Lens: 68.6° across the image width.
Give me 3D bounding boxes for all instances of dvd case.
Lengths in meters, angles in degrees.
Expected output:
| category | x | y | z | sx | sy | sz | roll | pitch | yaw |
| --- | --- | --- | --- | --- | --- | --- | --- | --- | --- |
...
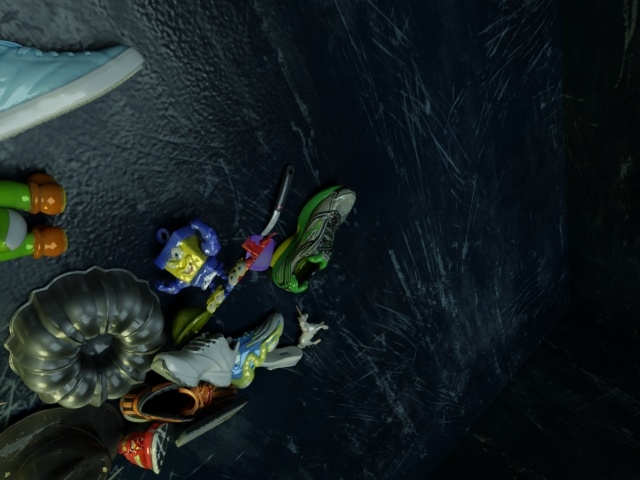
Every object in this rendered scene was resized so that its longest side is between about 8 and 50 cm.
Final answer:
| category | x | y | z | sx | sy | sz | roll | pitch | yaw |
| --- | --- | --- | --- | --- | --- | --- | --- | --- | --- |
| dvd case | -0.304 | 0.504 | 1.303 | 0.180 | 0.022 | 0.253 | -21 | 161 | -31 |

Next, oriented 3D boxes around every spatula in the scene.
| category | x | y | z | sx | sy | sz | roll | pitch | yaw |
| --- | --- | --- | --- | --- | --- | --- | --- | --- | --- |
| spatula | -0.125 | -0.060 | 1.246 | 0.084 | 0.030 | 0.297 | 14 | 102 | -41 |

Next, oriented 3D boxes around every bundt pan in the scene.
| category | x | y | z | sx | sy | sz | roll | pitch | yaw |
| --- | --- | --- | --- | --- | --- | --- | --- | --- | --- |
| bundt pan | -0.489 | 0.228 | 1.027 | 0.330 | 0.124 | 0.331 | -20 | 125 | -31 |

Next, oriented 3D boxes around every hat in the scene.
| category | x | y | z | sx | sy | sz | roll | pitch | yaw |
| --- | --- | --- | --- | --- | --- | --- | --- | --- | --- |
| hat | -0.594 | 0.539 | 1.082 | 0.331 | 0.133 | 0.332 | -26 | 130 | -35 |

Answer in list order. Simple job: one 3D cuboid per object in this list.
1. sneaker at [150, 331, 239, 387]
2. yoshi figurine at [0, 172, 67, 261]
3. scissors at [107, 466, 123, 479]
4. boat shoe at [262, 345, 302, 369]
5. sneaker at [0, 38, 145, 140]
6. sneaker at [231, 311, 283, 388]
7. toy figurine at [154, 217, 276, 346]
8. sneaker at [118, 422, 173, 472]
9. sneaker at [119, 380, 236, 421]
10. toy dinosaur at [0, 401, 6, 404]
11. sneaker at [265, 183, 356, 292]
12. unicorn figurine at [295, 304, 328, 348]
| category | x | y | z | sx | sy | sz | roll | pitch | yaw |
| --- | --- | --- | --- | --- | --- | --- | --- | --- | --- |
| sneaker | -0.298 | 0.282 | 1.143 | 0.130 | 0.110 | 0.297 | -69 | 159 | -7 |
| yoshi figurine | -0.635 | -0.027 | 0.769 | 0.203 | 0.204 | 0.362 | -36 | 167 | 37 |
| scissors | -0.625 | 0.701 | 1.220 | 0.297 | 0.021 | 0.109 | -34 | 137 | -18 |
| boat shoe | -0.141 | 0.368 | 1.446 | 0.184 | 0.066 | 0.063 | -2 | 124 | -43 |
| sneaker | -0.472 | -0.274 | 0.767 | 0.365 | 0.135 | 0.150 | -39 | 118 | -30 |
| sneaker | -0.202 | 0.290 | 1.328 | 0.126 | 0.091 | 0.240 | 40 | 65 | -24 |
| toy figurine | -0.298 | 0.057 | 1.108 | 0.363 | 0.217 | 0.191 | -48 | -175 | 29 |
| sneaker | -0.441 | 0.517 | 1.164 | 0.118 | 0.108 | 0.279 | 18 | 142 | -12 |
| sneaker | -0.328 | 0.414 | 1.205 | 0.320 | 0.180 | 0.125 | 4 | 76 | -43 |
| toy dinosaur | -0.748 | 0.402 | 0.955 | 0.212 | 0.064 | 0.112 | -58 | 154 | 14 |
| sneaker | 0.000 | 0.000 | 1.305 | 0.134 | 0.146 | 0.344 | 35 | 87 | -45 |
| unicorn figurine | -0.035 | 0.285 | 1.488 | 0.111 | 0.060 | 0.162 | -2 | 113 | -41 |
